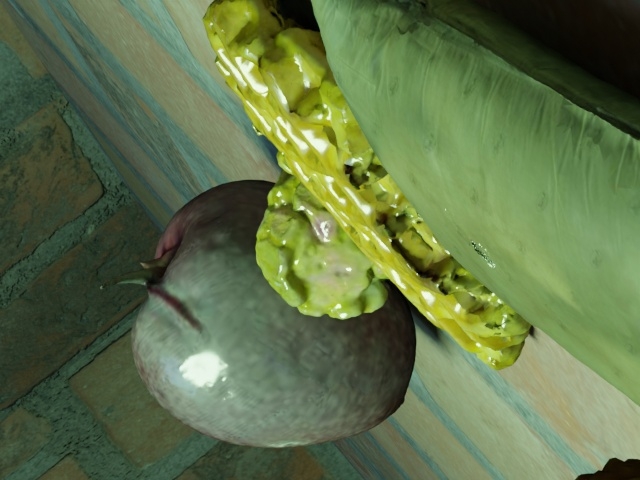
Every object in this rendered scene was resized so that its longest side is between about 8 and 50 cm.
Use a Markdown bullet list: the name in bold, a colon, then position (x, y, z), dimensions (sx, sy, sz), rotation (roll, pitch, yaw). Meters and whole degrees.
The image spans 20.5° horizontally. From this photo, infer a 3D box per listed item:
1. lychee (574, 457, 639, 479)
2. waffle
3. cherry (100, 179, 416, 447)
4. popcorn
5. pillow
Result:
- **lychee**: position (0.163, 0.185, 0.767), dimensions (0.238, 0.200, 0.200), rotation (17, 153, 36)
- **waffle**: position (0.026, -0.038, 1.046), dimensions (0.291, 0.051, 0.291), rotation (50, 175, 6)
- **cherry**: position (-0.044, 0.055, 1.359), dimensions (0.266, 0.213, 0.183), rotation (30, 134, -16)
- **popcorn**: position (0.000, -0.001, 1.220), dimensions (0.089, 0.097, 0.109), rotation (32, 145, 61)
- **pillow**: position (0.105, -0.003, 0.644), dimensions (0.302, 0.075, 0.185), rotation (37, 165, 52)
